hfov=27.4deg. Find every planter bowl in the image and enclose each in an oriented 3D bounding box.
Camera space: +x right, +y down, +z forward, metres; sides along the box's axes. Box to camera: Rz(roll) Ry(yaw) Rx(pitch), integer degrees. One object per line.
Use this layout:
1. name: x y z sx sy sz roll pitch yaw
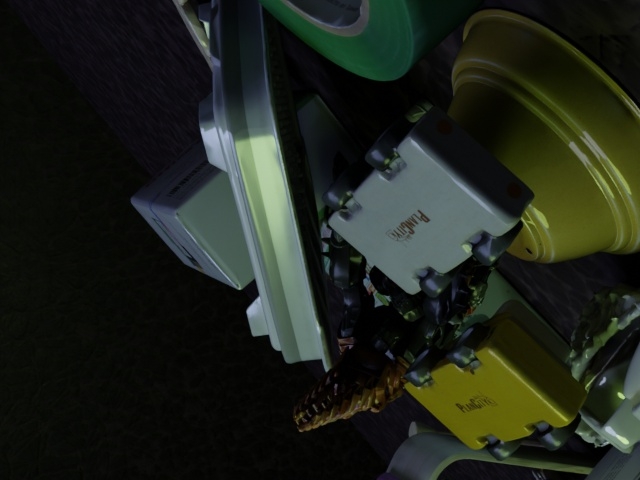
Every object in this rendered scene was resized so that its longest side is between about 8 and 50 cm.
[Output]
1. planter bowl: 0.148 -0.050 0.924 0.217 0.090 0.217 45 170 11

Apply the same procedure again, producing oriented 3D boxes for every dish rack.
1. dish rack: -0.051 -0.068 1.185 0.286 0.072 0.333 -95 -4 -50

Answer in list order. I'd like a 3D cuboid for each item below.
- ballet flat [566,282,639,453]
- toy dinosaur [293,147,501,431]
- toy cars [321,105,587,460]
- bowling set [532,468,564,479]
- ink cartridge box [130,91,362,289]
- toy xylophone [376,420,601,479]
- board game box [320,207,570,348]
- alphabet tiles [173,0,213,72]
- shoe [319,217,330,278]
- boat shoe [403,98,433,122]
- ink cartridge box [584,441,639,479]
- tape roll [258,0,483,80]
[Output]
1. ballet flat: 0.252 0.088 0.891 0.147 0.147 0.409 47 169 6
2. toy dinosaur: 0.078 0.057 1.127 0.322 0.164 0.218 -76 -9 -55
3. toy cars: 0.108 0.029 0.902 0.176 0.087 0.394 25 154 36
4. bowling set: 0.321 0.458 1.750 0.287 0.200 0.154 53 -166 8
5. ink cartridge box: -0.087 -0.063 1.504 0.117 0.201 0.278 51 169 -15
6. toy xylophone: 0.222 0.276 1.504 0.322 0.081 0.236 10 180 -9
7. board game box: 0.130 0.072 1.420 0.303 0.097 0.224 45 168 5
8. alphabet tiles: -0.141 -0.249 1.369 0.284 0.021 0.278 62 178 -24
9. shoe: 0.000 0.000 1.813 0.076 0.058 0.219 22 165 19
10. boat shoe: 0.105 -0.075 1.147 0.100 0.035 0.035 52 169 -22
11. ink cartridge box: 0.321 0.221 0.991 0.172 0.100 0.237 48 149 -1
12. tape roll: -0.023 -0.256 0.897 0.321 0.077 0.321 46 170 10
